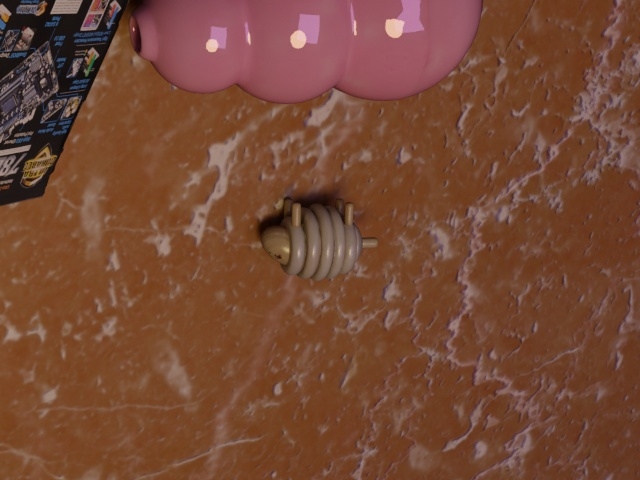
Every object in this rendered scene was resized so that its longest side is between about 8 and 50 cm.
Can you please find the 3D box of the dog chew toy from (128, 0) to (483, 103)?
[{"bbox_3d":[-0.018,-0.221,1.812,0.332,0.206,0.206,-12,126,-19],"label":"dog chew toy"}]

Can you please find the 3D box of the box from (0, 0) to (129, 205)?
[{"bbox_3d":[-0.278,-0.161,1.647,0.293,0.073,0.295,-63,164,17],"label":"box"}]

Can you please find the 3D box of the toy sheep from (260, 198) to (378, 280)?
[{"bbox_3d":[0.000,0.000,2.043,0.132,0.091,0.091,0,120,-15],"label":"toy sheep"}]
